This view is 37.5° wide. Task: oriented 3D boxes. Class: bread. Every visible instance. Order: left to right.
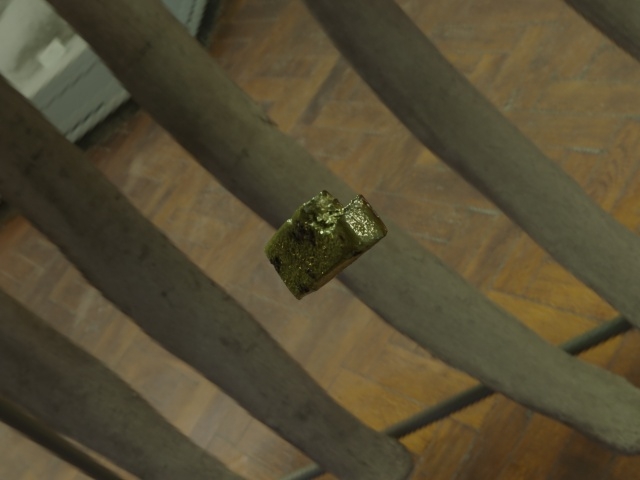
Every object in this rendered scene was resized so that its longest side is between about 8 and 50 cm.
[{"bbox_3d":[0.000,0.000,1.070,0.049,0.088,0.226,-30,-7,-25],"label":"bread"}]
